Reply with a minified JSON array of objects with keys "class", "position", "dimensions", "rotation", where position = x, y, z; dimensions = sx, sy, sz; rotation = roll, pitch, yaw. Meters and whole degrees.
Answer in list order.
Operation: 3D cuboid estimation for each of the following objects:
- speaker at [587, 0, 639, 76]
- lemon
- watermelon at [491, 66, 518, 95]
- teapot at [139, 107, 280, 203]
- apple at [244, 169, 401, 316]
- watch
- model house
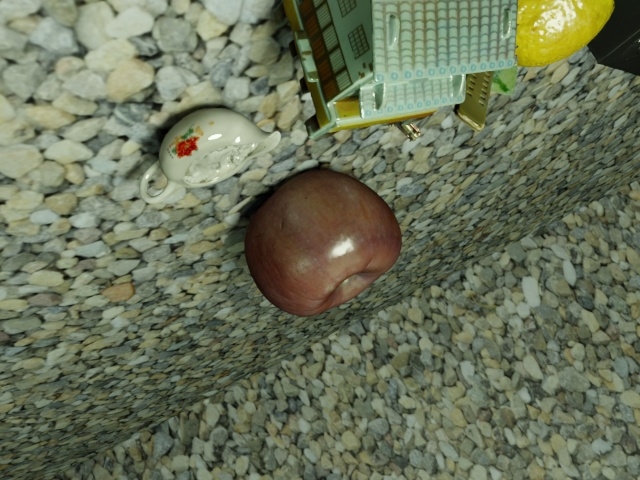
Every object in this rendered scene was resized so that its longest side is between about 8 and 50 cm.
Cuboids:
[{"class":"speaker","position":[0.547,-0.408,1.185],"dimensions":[0.232,0.184,0.254],"rotation":[-4,152,-48]},{"class":"lemon","position":[0.320,-0.339,1.065],"dimensions":[0.193,0.180,0.180],"rotation":[-60,157,1]},{"class":"watermelon","position":[0.301,-0.308,1.238],"dimensions":[0.158,0.121,0.098],"rotation":[-16,137,-41]},{"class":"teapot","position":[-0.171,-0.130,1.082],"dimensions":[0.226,0.092,0.145],"rotation":[-30,158,12]},{"class":"apple","position":[0.000,0.000,1.429],"dimensions":[0.305,0.235,0.306],"rotation":[-27,162,-10]},{"class":"watch","position":[0.173,-0.215,1.096],"dimensions":[0.165,0.102,0.268],"rotation":[-31,-153,37]},{"class":"model house","position":[0.089,-0.247,0.898],"dimensions":[0.224,0.198,0.215],"rotation":[-13,177,-33]}]
